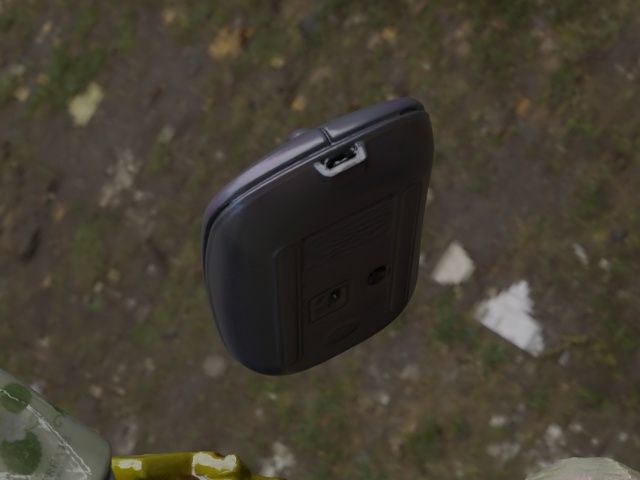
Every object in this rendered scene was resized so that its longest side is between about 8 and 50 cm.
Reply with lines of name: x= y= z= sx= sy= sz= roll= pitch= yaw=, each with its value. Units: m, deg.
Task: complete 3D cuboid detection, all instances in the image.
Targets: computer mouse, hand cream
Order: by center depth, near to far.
hand cream: x=-0.140 y=0.060 z=0.591 sx=0.057 sy=0.165 sz=0.037 roll=-64 pitch=21 yaw=-3
computer mouse: x=-0.001 y=-0.001 z=0.852 sx=0.120 sy=0.232 sz=0.057 roll=-28 pitch=67 yaw=-11

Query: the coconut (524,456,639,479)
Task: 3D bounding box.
coconut: x=0.248 y=0.347 z=1.566 sx=0.297 sy=0.297 sz=0.309 roll=-27 pitch=47 yaw=34

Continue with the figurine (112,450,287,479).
figurine: x=-0.148 y=0.215 z=1.078 sx=0.218 sy=0.327 sz=0.169 roll=114 pitch=151 yaw=-63
